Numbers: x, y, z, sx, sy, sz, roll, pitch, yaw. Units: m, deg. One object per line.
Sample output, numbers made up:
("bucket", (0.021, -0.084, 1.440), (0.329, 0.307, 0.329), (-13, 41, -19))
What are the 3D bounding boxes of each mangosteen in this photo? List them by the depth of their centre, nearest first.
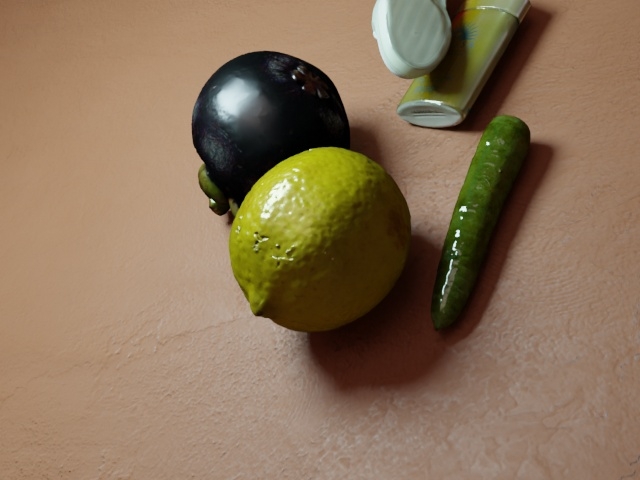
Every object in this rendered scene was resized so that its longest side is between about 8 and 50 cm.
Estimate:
("mangosteen", (-0.098, -0.151, 1.601), (0.302, 0.275, 0.275), (-50, 35, 34))

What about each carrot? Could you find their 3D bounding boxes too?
("carrot", (0.223, -0.028, 1.419), (0.074, 0.074, 0.358), (7, 61, 34))

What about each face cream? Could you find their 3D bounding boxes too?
("face cream", (0.242, -0.311, 1.633), (0.139, 0.067, 0.285), (8, 58, 46))

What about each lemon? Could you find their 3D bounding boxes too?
("lemon", (0.000, -0.001, 1.397), (0.267, 0.267, 0.267), (-16, 48, 19))

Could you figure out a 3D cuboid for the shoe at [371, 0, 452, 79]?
("shoe", (0.137, -0.356, 1.659), (0.160, 0.132, 0.363), (-52, 15, 43))
